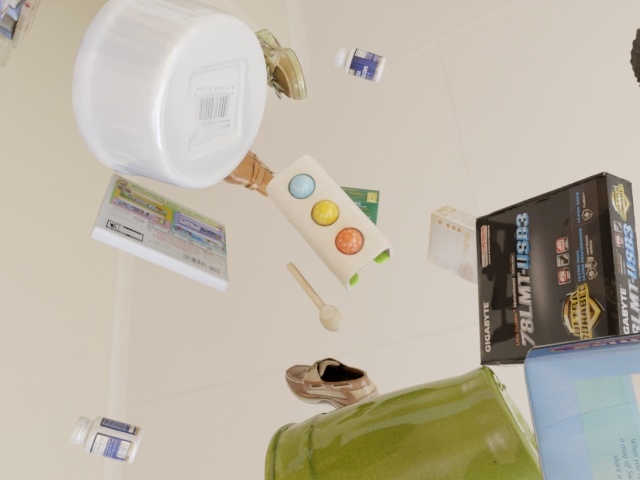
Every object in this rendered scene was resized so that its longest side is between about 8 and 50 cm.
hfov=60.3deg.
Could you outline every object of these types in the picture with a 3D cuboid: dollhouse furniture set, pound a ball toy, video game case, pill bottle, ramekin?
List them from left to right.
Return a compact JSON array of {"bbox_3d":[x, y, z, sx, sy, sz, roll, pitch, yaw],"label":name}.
[{"bbox_3d":[-0.587,-0.381,0.944,0.129,0.129,0.184,-27,-139,48],"label":"dollhouse furniture set"},{"bbox_3d":[-0.400,0.370,1.034,0.067,0.120,0.067,-160,-90,-79],"label":"pill bottle"},{"bbox_3d":[-0.248,-0.016,0.886,0.023,0.212,0.193,-55,-154,20],"label":"video game case"},{"bbox_3d":[-0.196,-0.208,0.791,0.135,0.277,0.277,22,-95,22],"label":"ramekin"},{"bbox_3d":[0.000,0.000,1.134,0.208,0.136,0.319,-38,-111,-5],"label":"pound a ball toy"},{"bbox_3d":[0.140,-0.630,1.962,0.169,0.094,0.094,19,-98,4],"label":"pill bottle"}]

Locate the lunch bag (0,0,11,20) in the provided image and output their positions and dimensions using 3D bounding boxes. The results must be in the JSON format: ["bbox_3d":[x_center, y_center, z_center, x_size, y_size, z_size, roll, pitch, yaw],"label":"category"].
[{"bbox_3d":[-0.453,-0.443,0.576,0.239,0.386,0.328,-26,-162,-24],"label":"lunch bag"}]

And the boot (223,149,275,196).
[{"bbox_3d":[-0.227,-0.256,1.610,0.109,0.220,0.283,-52,-156,29],"label":"boot"}]

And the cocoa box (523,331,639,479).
[{"bbox_3d":[0.315,0.249,0.446,0.231,0.228,0.347,-11,-102,22],"label":"cocoa box"}]

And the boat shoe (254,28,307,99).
[{"bbox_3d":[-0.113,-0.389,1.247,0.089,0.105,0.285,-22,-137,-14],"label":"boat shoe"}]

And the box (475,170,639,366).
[{"bbox_3d":[0.397,0.067,0.957,0.293,0.073,0.296,-23,-121,58],"label":"box"}]

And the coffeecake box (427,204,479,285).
[{"bbox_3d":[0.354,0.015,1.325,0.185,0.068,0.142,29,-47,40],"label":"coffeecake box"}]

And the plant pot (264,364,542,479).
[{"bbox_3d":[0.165,0.376,0.838,0.353,0.366,0.366,-32,-124,12],"label":"plant pot"}]

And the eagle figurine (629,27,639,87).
[{"bbox_3d":[0.761,-0.352,1.067,0.226,0.225,0.298,17,-141,5],"label":"eagle figurine"}]

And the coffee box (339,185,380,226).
[{"bbox_3d":[0.084,-0.059,1.334,0.113,0.184,0.040,7,-121,7],"label":"coffee box"}]

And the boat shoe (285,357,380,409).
[{"bbox_3d":[0.024,0.359,1.436,0.324,0.123,0.116,1,-69,45],"label":"boat shoe"}]
